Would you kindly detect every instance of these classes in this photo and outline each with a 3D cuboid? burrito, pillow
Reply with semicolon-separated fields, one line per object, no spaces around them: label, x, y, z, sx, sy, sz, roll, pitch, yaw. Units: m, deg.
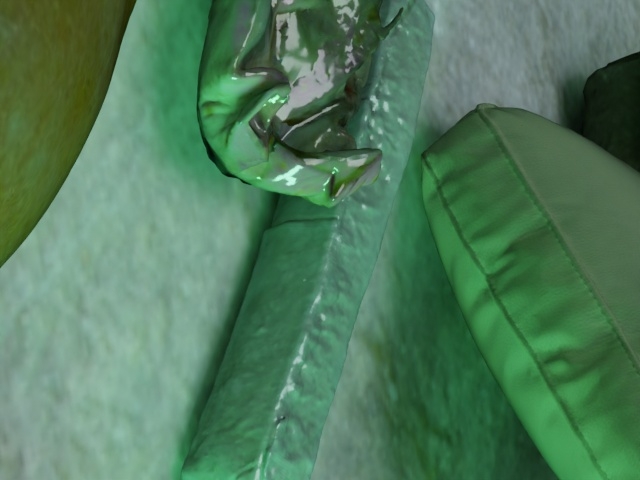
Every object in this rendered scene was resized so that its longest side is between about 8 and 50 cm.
burrito;0.000;-0.163;0.745;0.096;0.066;0.309;26;64;-45
pillow;0.187;0.079;0.863;0.322;0.120;0.255;32;24;-47

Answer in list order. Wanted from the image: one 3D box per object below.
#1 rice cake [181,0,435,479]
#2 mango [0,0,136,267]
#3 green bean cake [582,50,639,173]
rice cake;0.000;0.000;0.744;0.042;0.045;0.245;43;55;-41
mango;-0.151;-0.073;0.441;0.221;0.199;0.384;44;40;3
green bean cake;0.248;-0.048;0.950;0.183;0.185;0.094;22;64;-50
